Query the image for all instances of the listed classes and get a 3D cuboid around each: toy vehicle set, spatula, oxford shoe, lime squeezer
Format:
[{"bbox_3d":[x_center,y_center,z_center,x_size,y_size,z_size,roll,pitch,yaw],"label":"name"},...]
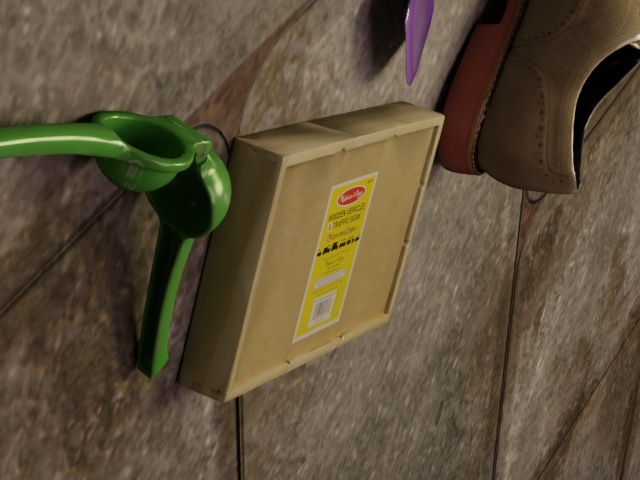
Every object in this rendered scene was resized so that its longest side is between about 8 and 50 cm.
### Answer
[{"bbox_3d":[0.000,0.000,1.284,0.267,0.035,0.166,-19,127,-63],"label":"toy vehicle set"},{"bbox_3d":[0.117,-0.225,1.366,0.296,0.030,0.084,-55,156,-34],"label":"spatula"},{"bbox_3d":[0.216,-0.196,1.493,0.348,0.130,0.123,-67,159,-4],"label":"oxford shoe"},{"bbox_3d":[-0.106,-0.025,1.007,0.110,0.059,0.310,-35,155,-3],"label":"lime squeezer"}]
